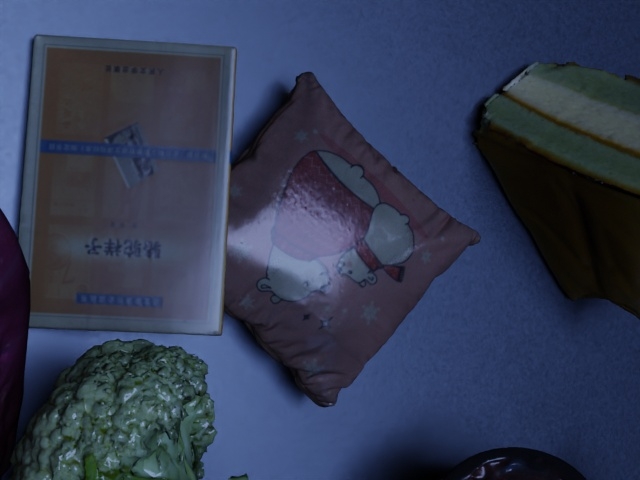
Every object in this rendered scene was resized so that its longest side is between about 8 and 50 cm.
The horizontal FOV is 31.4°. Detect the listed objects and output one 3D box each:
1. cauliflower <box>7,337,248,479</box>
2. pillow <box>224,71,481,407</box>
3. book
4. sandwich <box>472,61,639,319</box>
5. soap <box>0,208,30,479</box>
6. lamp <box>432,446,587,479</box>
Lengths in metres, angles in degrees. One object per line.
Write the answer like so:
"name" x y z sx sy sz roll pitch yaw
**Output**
"cauliflower" -0.116 0.223 0.840 0.275 0.250 0.272 48 58 -67
"pillow" 0.000 0.000 1.010 0.236 0.084 0.223 43 74 -15
"book" -0.159 -0.046 0.934 0.170 0.018 0.242 3 85 -5
"sandwich" 0.287 -0.047 1.165 0.155 0.227 0.198 -39 141 -26
"soap" -0.276 0.105 0.739 0.127 0.325 0.220 16 39 -2
"lamp" 0.170 0.307 1.020 0.246 0.247 0.247 2 87 -28
